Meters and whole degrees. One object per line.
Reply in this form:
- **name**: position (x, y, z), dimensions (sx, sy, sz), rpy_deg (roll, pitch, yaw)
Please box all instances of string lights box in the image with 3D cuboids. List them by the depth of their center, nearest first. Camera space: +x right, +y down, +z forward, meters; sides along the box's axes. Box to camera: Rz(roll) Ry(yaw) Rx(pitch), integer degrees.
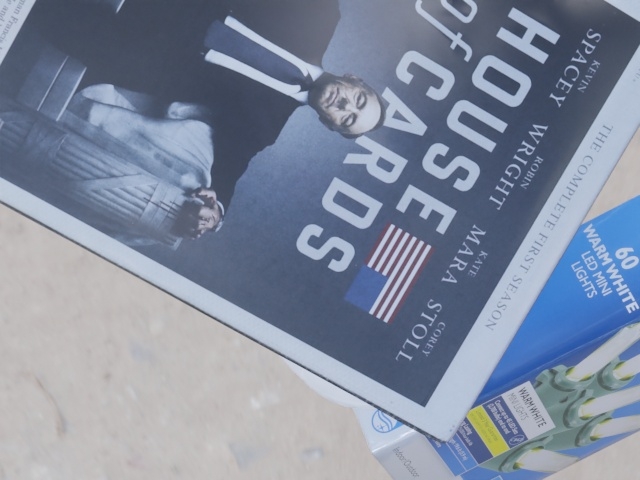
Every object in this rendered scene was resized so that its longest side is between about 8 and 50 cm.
- **string lights box**: position (0.152, 0.062, 0.963), dimensions (0.260, 0.133, 0.076), rpy_deg (-28, 54, 6)

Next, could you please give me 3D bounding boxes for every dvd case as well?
- **dvd case**: position (-0.012, -0.058, 0.587), dimensions (0.239, 0.029, 0.179), rpy_deg (29, 95, -9)

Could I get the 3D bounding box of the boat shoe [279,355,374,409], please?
- **boat shoe**: position (0.000, 0.000, 0.887), dimensions (0.102, 0.301, 0.108), rpy_deg (-20, 111, -21)
